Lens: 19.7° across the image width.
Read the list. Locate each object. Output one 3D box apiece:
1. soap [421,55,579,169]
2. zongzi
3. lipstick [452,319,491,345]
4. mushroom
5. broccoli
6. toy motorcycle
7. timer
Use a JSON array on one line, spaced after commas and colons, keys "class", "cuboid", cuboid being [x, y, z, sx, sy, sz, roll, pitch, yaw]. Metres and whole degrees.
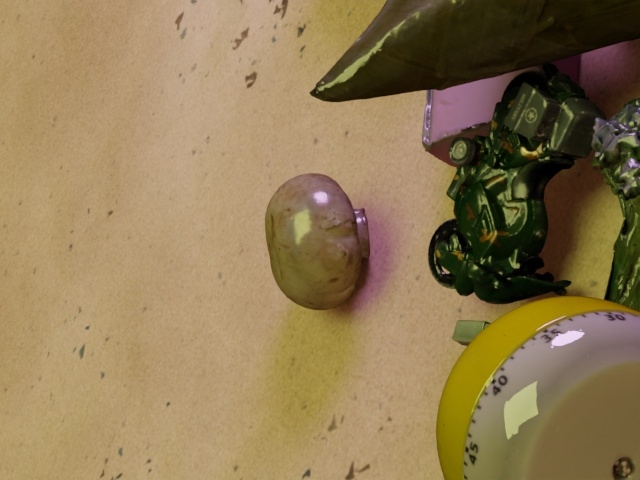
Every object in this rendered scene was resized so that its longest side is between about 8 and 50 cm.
[{"class": "soap", "cuboid": [0.212, -0.228, 2.134, 0.181, 0.081, 0.259, -18, 55, 42]}, {"class": "zongzi", "cuboid": [0.230, -0.239, 1.857, 0.356, 0.174, 0.393, 9, 43, 45]}, {"class": "lipstick", "cuboid": [0.193, 0.103, 2.016, 0.107, 0.025, 0.025, 1, 71, 46]}, {"class": "mushroom", "cuboid": [0.000, 0.000, 2.219, 0.166, 0.127, 0.166, 168, 90, -82]}, {"class": "broccoli", "cuboid": [0.315, -0.021, 1.850, 0.198, 0.177, 0.275, 54, 126, 44]}, {"class": "toy motorcycle", "cuboid": [0.215, -0.045, 1.959, 0.187, 0.124, 0.275, 40, 114, 42]}, {"class": "timer", "cuboid": [0.222, 0.170, 1.761, 0.285, 0.285, 0.285, -28, 50, 39]}]
